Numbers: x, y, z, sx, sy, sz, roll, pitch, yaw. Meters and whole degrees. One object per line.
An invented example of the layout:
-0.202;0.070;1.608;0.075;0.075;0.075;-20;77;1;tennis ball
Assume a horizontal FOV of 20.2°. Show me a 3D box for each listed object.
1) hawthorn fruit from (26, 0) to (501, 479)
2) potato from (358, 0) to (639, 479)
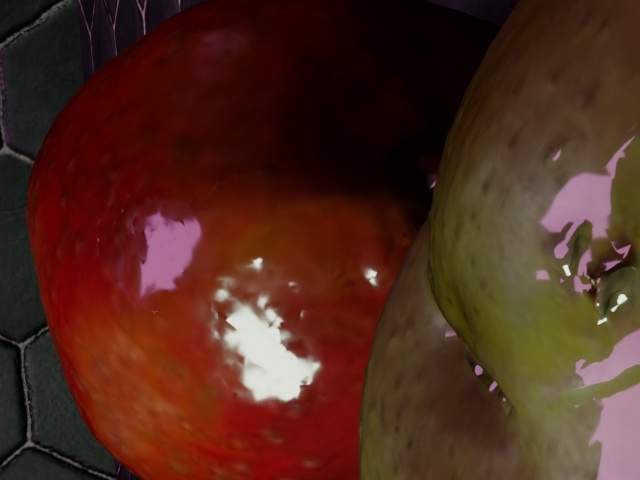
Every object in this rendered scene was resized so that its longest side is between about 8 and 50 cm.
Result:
0.000;0.000;0.845;0.307;0.265;0.265;159;105;-67;hawthorn fruit
0.128;-0.003;0.433;0.218;0.202;0.351;-86;11;-73;potato
